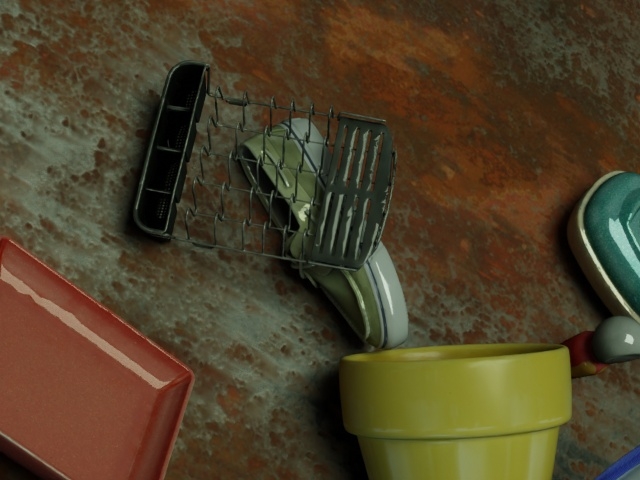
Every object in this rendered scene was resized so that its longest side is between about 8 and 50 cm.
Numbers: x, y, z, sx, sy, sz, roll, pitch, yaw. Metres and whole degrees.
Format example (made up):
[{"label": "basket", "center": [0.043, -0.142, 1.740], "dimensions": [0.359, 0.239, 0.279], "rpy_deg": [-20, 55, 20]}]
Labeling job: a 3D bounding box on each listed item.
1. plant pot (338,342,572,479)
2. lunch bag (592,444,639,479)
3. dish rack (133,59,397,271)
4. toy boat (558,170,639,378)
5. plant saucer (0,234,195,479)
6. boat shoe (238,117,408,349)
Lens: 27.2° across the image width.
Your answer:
[{"label": "plant pot", "center": [0.153, 0.240, 1.456], "dimensions": [0.254, 0.254, 0.239], "rpy_deg": [-2, 87, -32]}, {"label": "lunch bag", "center": [0.326, 0.416, 1.406], "dimensions": [0.385, 0.328, 0.239], "rpy_deg": [-21, 46, -31]}, {"label": "dish rack", "center": [-0.054, -0.075, 1.471], "dimensions": [0.272, 0.074, 0.208], "rpy_deg": [10, 73, 4]}, {"label": "toy boat", "center": [0.418, 0.065, 1.731], "dimensions": [0.267, 0.148, 0.318], "rpy_deg": [48, 54, -7]}, {"label": "plant saucer", "center": [-0.257, 0.141, 1.290], "dimensions": [0.258, 0.048, 0.259], "rpy_deg": [38, 25, -14]}, {"label": "boat shoe", "center": [0.000, 0.000, 1.540], "dimensions": [0.094, 0.109, 0.302], "rpy_deg": [-22, 73, -23]}]
